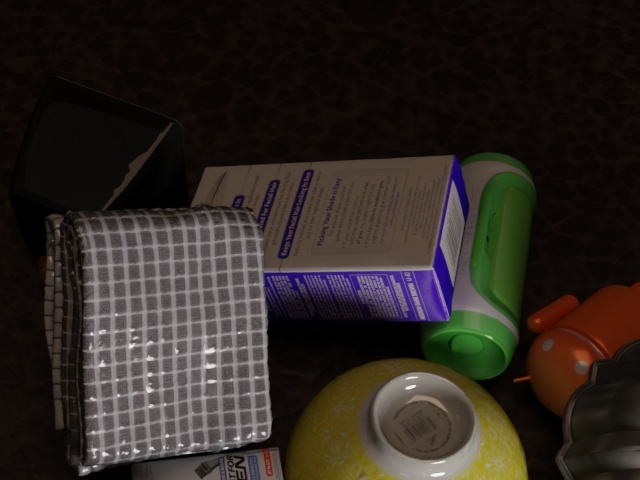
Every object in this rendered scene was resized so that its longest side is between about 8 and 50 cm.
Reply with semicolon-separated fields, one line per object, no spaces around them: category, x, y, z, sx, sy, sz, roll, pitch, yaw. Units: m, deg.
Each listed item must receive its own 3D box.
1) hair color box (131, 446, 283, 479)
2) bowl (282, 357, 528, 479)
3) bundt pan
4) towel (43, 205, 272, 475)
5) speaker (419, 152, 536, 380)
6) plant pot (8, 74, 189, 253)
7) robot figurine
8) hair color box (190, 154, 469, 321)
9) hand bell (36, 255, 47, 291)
hair color box;-0.123;0.290;1.321;0.167;0.053;0.093;-6;53;-9
bowl;0.103;0.234;1.325;0.290;0.156;0.289;3;51;-3
bundt pan;0.433;0.248;1.298;0.331;0.124;0.330;6;69;-15
towel;-0.173;0.104;1.294;0.235;0.121;0.283;-4;91;-36
speaker;0.205;0.028;1.520;0.131;0.131;0.296;12;51;4
plant pot;-0.293;-0.066;1.517;0.188;0.188;0.167;21;60;10
robot figurine;0.342;0.138;1.445;0.219;0.128;0.158;-31;92;-27
hair color box;0.000;0.000;1.465;0.339;0.110;0.185;0;49;19
hand bell;-0.293;0.091;1.447;0.126;0.126;0.242;-24;46;-23
